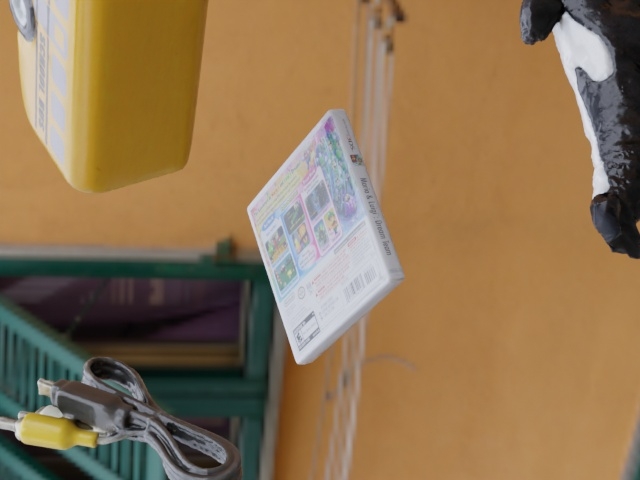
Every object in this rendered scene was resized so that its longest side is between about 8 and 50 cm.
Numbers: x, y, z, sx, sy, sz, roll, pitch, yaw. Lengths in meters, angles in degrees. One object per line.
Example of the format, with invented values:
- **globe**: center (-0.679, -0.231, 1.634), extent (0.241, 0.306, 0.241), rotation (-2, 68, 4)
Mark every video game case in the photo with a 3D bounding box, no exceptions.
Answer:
- **video game case**: center (0.000, 0.000, 1.066), extent (0.157, 0.019, 0.143), rotation (-46, 56, 51)

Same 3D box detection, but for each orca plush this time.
- **orca plush**: center (0.228, -0.138, 1.015), extent (0.102, 0.151, 0.287), rotation (-35, 32, 47)

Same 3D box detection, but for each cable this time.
- **cable**: center (-0.184, 0.195, 1.418), extent (0.139, 0.287, 0.072), rotation (-32, -47, -52)

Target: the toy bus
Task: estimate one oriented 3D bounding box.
- **toy bus**: center (-0.145, -0.200, 0.964), extent (0.130, 0.108, 0.332), rotation (54, 148, 34)
